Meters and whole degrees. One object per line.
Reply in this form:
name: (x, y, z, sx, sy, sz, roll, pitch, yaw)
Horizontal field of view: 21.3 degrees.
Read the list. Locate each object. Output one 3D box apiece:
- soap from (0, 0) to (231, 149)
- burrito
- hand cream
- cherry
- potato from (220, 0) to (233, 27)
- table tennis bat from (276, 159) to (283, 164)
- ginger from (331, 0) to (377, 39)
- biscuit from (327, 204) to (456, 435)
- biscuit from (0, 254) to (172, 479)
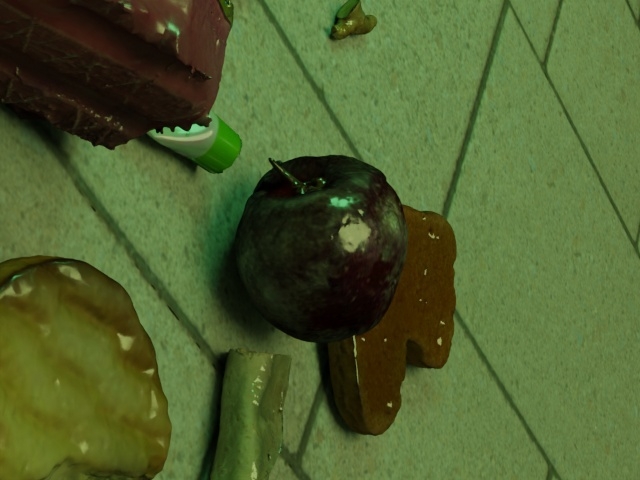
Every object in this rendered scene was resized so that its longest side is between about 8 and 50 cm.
soap: (-0.216, -0.197, 1.377, 0.325, 0.220, 0.127, 27, 55, -44)
burrito: (-0.070, 0.193, 1.657, 0.087, 0.060, 0.226, 52, 39, -47)
hand cream: (-0.176, -0.152, 1.607, 0.275, 0.050, 0.079, 39, 22, -43)
cherry: (0.000, 0.009, 1.724, 0.195, 0.195, 0.195, 25, 61, -55)
potato: (-0.128, -0.283, 1.710, 0.119, 0.054, 0.198, 9, 74, -56)
table tennis bat: (-0.027, -0.061, 1.860, 0.083, 0.007, 0.050, 49, 43, -45)
ginger: (0.037, -0.264, 2.008, 0.097, 0.030, 0.048, -23, 129, -57)
biscuit: (0.081, 0.088, 1.960, 0.277, 0.052, 0.262, 3, 83, -60)
biscuit: (-0.226, 0.120, 1.384, 0.274, 0.091, 0.213, 20, 68, -55)
